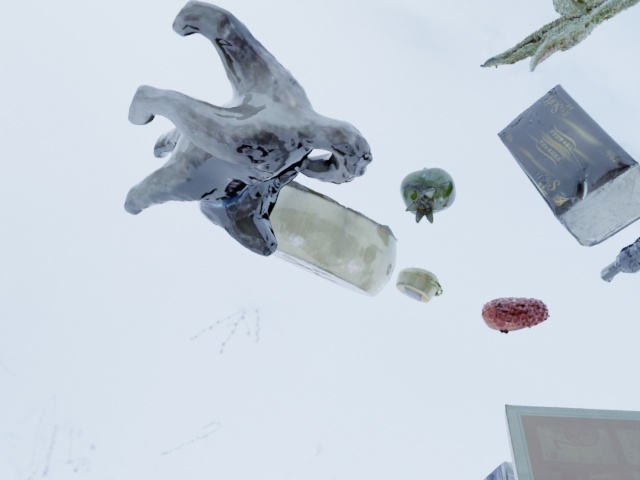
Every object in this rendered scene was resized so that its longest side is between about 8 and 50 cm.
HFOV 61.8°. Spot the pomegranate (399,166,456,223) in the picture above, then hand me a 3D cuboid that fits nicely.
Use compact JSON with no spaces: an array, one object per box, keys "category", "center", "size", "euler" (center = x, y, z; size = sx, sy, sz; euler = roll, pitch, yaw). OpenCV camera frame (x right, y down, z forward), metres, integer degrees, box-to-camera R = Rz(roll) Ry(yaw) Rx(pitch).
[{"category":"pomegranate","center":[0.286,-0.122,1.453],"size":[0.152,0.191,0.131],"euler":[-18,110,32]}]

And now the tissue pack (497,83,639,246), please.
[{"category":"tissue pack","center":[0.627,-0.191,1.334],"size":[0.198,0.370,0.210],"euler":[30,120,-34]}]

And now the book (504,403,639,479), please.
[{"category":"book","center":[0.284,0.207,0.427],"size":[0.241,0.170,0.018],"euler":[0,123,10]}]

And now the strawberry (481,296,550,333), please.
[{"category":"strawberry","center":[0.534,0.187,1.472],"size":[0.188,0.121,0.082],"euler":[-11,116,-3]}]

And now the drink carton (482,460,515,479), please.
[{"category":"drink carton","center":[0.419,0.588,1.177],"size":[0.134,0.102,0.222],"euler":[12,133,-9]}]

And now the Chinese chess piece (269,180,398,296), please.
[{"category":"Chinese chess piece","center":[0.000,0.000,1.146],"size":[0.338,0.141,0.338],"euler":[25,173,3]}]

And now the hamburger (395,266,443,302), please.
[{"category":"hamburger","center":[0.295,0.129,1.590],"size":[0.141,0.081,0.126],"euler":[19,160,32]}]

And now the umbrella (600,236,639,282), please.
[{"category":"umbrella","center":[0.619,0.035,1.045],"size":[0.071,0.071,0.248],"euler":[29,153,6]}]

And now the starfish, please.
[{"category":"starfish","center":[0.475,-0.409,0.950],"size":[0.078,0.347,0.358],"euler":[45,175,-24]}]

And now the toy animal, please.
[{"category":"toy animal","center":[-0.109,-0.107,0.767],"size":[0.302,0.194,0.344],"euler":[24,150,-8]}]
